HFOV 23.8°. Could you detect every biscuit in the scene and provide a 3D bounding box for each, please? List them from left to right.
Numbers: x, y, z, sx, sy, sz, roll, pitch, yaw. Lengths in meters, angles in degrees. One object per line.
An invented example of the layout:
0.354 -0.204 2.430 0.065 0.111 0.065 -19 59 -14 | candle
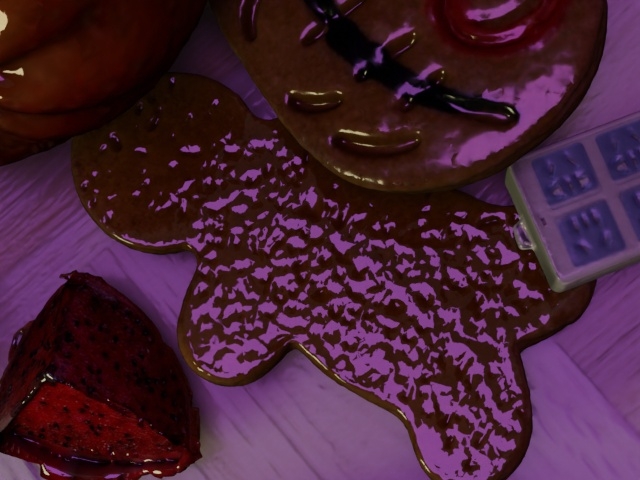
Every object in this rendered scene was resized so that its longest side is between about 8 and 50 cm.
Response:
0.000 0.001 1.210 0.432 0.064 0.283 25 79 9 | biscuit
0.073 -0.218 1.167 0.314 0.063 0.367 -35 65 7 | biscuit

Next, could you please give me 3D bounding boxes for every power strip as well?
0.319 -0.071 1.157 0.367 0.043 0.106 -21 76 -3 | power strip

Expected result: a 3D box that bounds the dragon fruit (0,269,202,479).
-0.174 0.123 1.226 0.161 0.120 0.127 31 48 -16 | dragon fruit

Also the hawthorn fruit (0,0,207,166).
-0.263 -0.263 1.118 0.402 0.403 0.403 0 86 7 | hawthorn fruit
